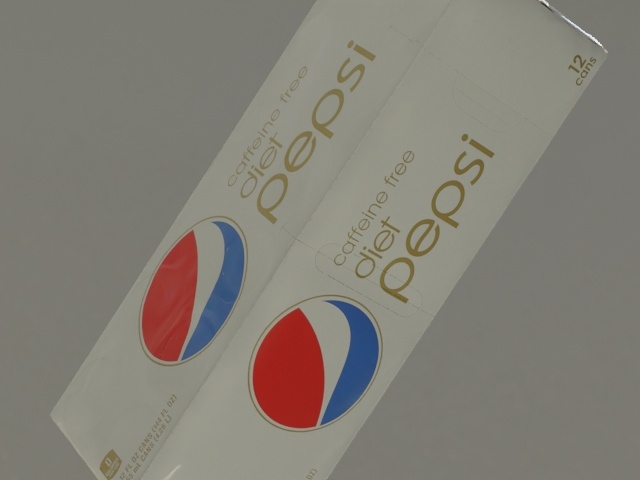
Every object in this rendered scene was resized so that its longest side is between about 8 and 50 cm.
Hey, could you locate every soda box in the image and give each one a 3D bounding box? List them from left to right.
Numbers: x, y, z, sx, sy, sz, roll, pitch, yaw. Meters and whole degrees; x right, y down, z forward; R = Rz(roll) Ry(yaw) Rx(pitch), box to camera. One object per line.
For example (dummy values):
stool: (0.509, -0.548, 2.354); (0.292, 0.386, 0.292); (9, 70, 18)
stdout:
soda box: (0.000, 0.000, 0.621); (0.069, 0.216, 0.074); (29, -174, -35)
